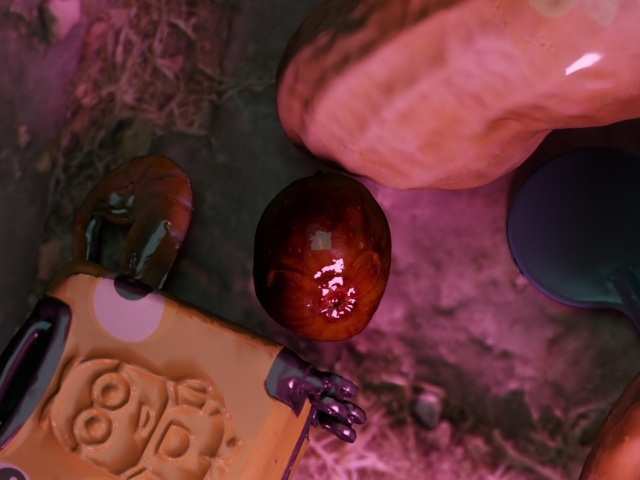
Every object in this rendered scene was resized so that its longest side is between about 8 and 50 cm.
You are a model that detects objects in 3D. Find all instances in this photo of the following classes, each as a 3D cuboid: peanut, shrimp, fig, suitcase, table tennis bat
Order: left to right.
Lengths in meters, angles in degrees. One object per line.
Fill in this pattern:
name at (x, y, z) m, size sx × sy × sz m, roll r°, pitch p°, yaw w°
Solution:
shrimp at (-0.151, 0.008, 1.398) m, size 0.095 × 0.045 × 0.162 m, roll 15°, pitch 74°, yaw 14°
suitcase at (-0.111, 0.139, 1.272) m, size 0.235 × 0.143 × 0.194 m, roll 23°, pitch 76°, yaw 14°
fig at (0.000, 0.000, 1.354) m, size 0.109 × 0.103 × 0.155 m, roll -55°, pitch 21°, yaw 22°
peanut at (0.102, -0.133, 1.301) m, size 0.340 × 0.158 × 0.174 m, roll -29°, pitch 63°, yaw 46°
table tennis bat at (0.211, 0.019, 1.340) m, size 0.124 × 0.033 × 0.201 m, roll -28°, pitch 62°, yaw 1°

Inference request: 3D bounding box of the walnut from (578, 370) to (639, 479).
walnut at (0.291, 0.152, 1.121) m, size 0.252 × 0.277 × 0.313 m, roll 25°, pitch 98°, yaw 14°
